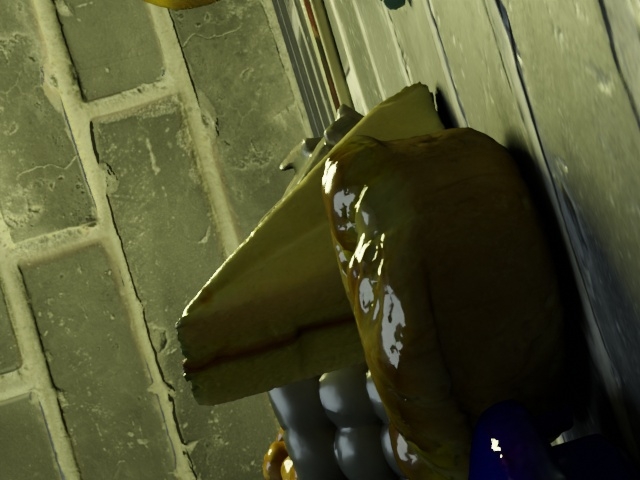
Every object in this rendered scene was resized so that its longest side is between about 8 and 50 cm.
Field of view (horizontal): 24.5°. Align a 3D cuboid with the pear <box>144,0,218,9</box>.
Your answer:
[{"bbox_3d":[-0.162,-0.409,1.607,0.314,0.314,0.314,163,90,-88],"label":"pear"}]

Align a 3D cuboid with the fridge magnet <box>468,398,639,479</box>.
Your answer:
[{"bbox_3d":[0.150,0.216,0.832,0.265,0.113,0.265,164,90,-88],"label":"fridge magnet"}]

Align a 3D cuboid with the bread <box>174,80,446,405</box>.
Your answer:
[{"bbox_3d":[-0.003,0.002,1.189,0.167,0.264,0.163,86,166,-57],"label":"bread"}]

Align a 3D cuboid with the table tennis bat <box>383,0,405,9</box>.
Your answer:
[{"bbox_3d":[0.045,-0.243,1.242,0.155,0.019,0.100,-107,1,-50],"label":"table tennis bat"}]

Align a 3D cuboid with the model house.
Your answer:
[{"bbox_3d":[0.012,-0.057,1.727,0.229,0.122,0.188,134,159,-68],"label":"model house"}]

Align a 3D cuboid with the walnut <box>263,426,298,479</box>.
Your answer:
[{"bbox_3d":[0.050,0.196,1.583,0.269,0.244,0.221,-148,42,-87],"label":"walnut"}]

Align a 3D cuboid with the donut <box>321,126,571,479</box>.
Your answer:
[{"bbox_3d":[0.082,0.037,0.968,0.261,0.128,0.208,76,178,-59],"label":"donut"}]

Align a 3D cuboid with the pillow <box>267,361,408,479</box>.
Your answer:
[{"bbox_3d":[0.081,0.235,1.377,0.101,0.228,0.326,-43,-60,-54],"label":"pillow"}]

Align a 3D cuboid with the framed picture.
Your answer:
[{"bbox_3d":[0.009,-0.265,2.095,0.211,0.020,0.289,-114,6,-78],"label":"framed picture"}]
